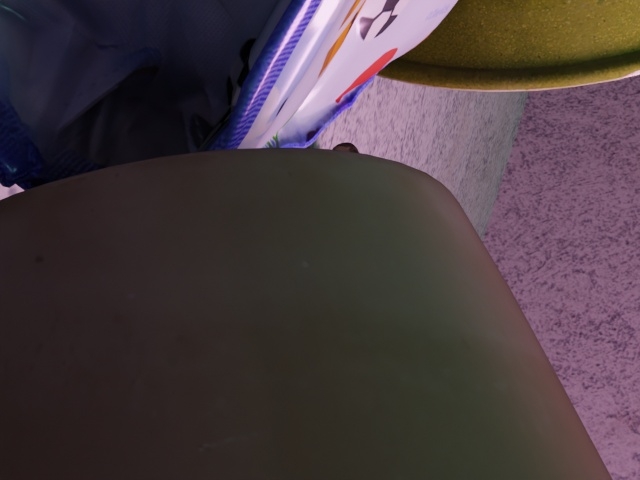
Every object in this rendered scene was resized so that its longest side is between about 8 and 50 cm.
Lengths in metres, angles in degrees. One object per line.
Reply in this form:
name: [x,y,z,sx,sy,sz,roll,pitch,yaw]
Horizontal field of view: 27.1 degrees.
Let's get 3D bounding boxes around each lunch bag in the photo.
lunch bag: [-0.026,-0.223,0.496,0.328,0.239,0.385,-47,142,-64]

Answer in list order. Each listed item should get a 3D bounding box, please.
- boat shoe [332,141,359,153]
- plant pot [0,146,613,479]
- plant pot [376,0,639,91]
boat shoe: [0.000,0.000,1.093,0.324,0.120,0.122,-93,158,-81]
plant pot: [-0.023,0.135,0.393,0.323,0.323,0.280,59,18,-71]
plant pot: [0.126,-0.339,0.838,0.366,0.367,0.353,-61,147,-46]
